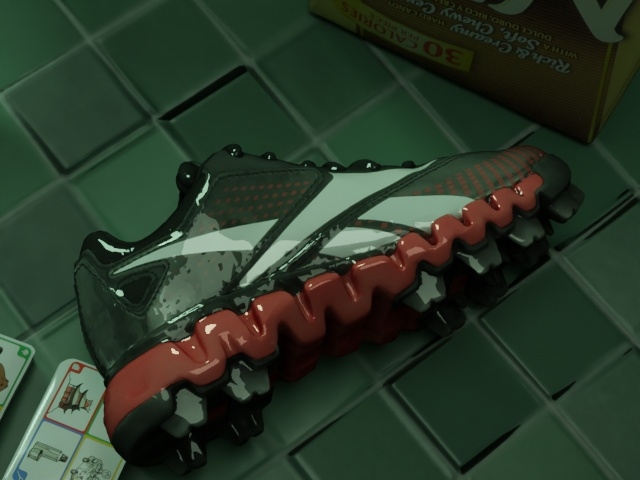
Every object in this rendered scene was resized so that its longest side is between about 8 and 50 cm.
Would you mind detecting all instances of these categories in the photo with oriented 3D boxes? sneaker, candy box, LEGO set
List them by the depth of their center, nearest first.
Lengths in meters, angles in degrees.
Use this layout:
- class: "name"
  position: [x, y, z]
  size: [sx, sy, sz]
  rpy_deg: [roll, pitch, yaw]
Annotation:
- class: "LEGO set"
  position: [-0.203, 0.147, 0.673]
  size: [0.182, 0.060, 0.244]
  rpy_deg: [20, 53, 2]
- class: "candy box"
  position: [0.108, -0.188, 0.702]
  size: [0.183, 0.316, 0.087]
  rpy_deg: [27, 64, 5]
- class: "sneaker"
  position: [0.000, 0.000, 0.726]
  size: [0.276, 0.097, 0.135]
  rpy_deg: [-25, 69, -19]
